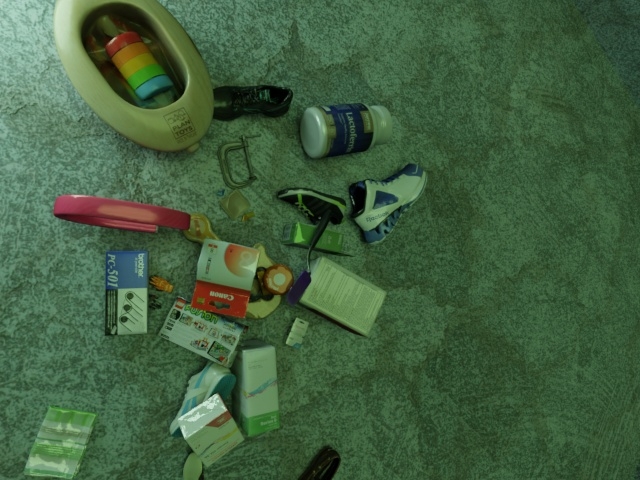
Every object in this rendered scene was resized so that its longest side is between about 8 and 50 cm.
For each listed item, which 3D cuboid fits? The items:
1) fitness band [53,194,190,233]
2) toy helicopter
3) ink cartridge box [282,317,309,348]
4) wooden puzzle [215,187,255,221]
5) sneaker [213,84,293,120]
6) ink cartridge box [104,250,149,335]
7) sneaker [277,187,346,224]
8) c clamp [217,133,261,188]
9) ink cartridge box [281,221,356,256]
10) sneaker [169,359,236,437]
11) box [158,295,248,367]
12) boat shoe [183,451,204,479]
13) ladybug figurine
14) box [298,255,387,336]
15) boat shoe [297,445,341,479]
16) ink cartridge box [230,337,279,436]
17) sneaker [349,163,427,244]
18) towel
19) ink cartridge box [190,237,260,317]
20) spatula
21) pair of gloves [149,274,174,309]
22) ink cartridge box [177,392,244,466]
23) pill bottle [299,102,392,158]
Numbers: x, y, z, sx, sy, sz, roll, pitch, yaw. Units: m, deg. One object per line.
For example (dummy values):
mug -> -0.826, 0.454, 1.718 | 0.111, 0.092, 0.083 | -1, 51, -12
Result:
fitness band -> -0.460, -0.056, 0.964 | 0.291, 0.209, 0.054 | 7, 85, -24
toy helicopter -> -0.257, 0.076, 1.118 | 0.235, 0.140, 0.355 | -44, 94, -12
ink cartridge box -> -0.073, 0.277, 1.223 | 0.048, 0.028, 0.083 | 28, 76, -21
wooden puzzle -> -0.245, -0.102, 1.172 | 0.078, 0.014, 0.116 | -39, 112, -25
sneaker -> -0.205, -0.410, 1.164 | 0.267, 0.106, 0.101 | -12, 93, -24
ink cartridge box -> -0.486, 0.130, 1.024 | 0.097, 0.046, 0.207 | 0, 87, -17
sneaker -> -0.019, -0.097, 1.242 | 0.234, 0.084, 0.097 | 10, 84, -24
c clamp -> -0.226, -0.232, 1.187 | 0.137, 0.022, 0.161 | -8, 91, -24
ink cartridge box -> 0.000, 0.000, 1.231 | 0.209, 0.109, 0.062 | 13, 82, -24
sneaker -> -0.317, 0.417, 1.073 | 0.229, 0.092, 0.087 | -51, 141, 0
box -> -0.303, 0.235, 1.054 | 0.207, 0.036, 0.114 | 21, 76, 13
boat shoe -> -0.333, 0.624, 1.075 | 0.049, 0.042, 0.133 | -1, 86, 0
ladybug figurine -> -0.450, -0.411, 1.016 | 0.305, 0.162, 0.449 | -34, 100, -23
box -> 0.053, 0.168, 1.216 | 0.232, 0.127, 0.149 | 30, 76, -10
boat shoe -> -0.015, 0.713, 1.200 | 0.073, 0.073, 0.207 | 41, 73, -19
ink cartridge box -> -0.181, 0.384, 1.097 | 0.093, 0.154, 0.212 | -4, 88, -27
sneaker -> 0.204, -0.159, 1.326 | 0.182, 0.127, 0.315 | 43, 72, -19
towel -> -0.612, 0.479, 0.962 | 0.113, 0.023, 0.152 | 21, 78, -23
ink cartridge box -> -0.242, 0.095, 1.030 | 0.145, 0.045, 0.179 | 13, 79, -6
spatula -> -0.025, 0.039, 1.124 | 0.030, 0.084, 0.296 | 12, 67, 19
pair of gloves -> -0.437, 0.137, 1.072 | 0.074, 0.010, 0.083 | 35, 74, -19
ink cartridge box -> -0.272, 0.497, 1.046 | 0.115, 0.067, 0.198 | -30, 133, -21
pill bottle -> 0.082, -0.346, 1.267 | 0.264, 0.153, 0.153 | -15, 93, -25
